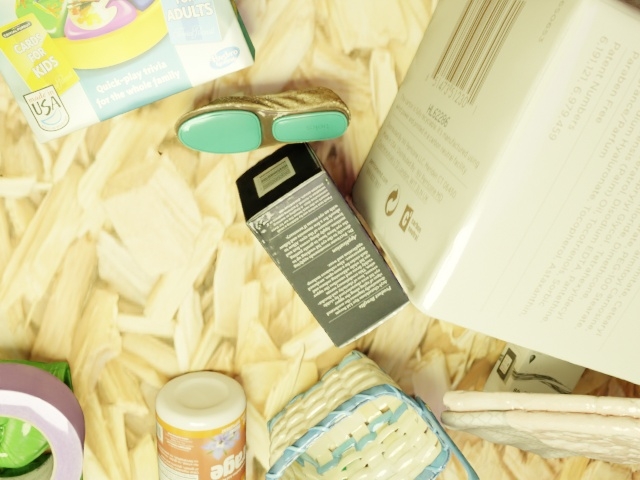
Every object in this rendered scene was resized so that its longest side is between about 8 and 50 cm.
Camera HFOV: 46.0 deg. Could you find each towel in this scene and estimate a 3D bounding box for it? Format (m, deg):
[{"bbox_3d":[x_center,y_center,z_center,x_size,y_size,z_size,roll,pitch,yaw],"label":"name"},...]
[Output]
[{"bbox_3d":[0.369,0.258,0.987,0.332,0.317,0.053,29,64,-45],"label":"towel"}]

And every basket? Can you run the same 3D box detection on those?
[{"bbox_3d":[0.059,0.300,0.982,0.254,0.289,0.201,-39,115,8],"label":"basket"}]

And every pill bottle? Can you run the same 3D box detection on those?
[{"bbox_3d":[-0.162,0.300,1.034,0.121,0.121,0.216,-2,114,-10],"label":"pill bottle"}]

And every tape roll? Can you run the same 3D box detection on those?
[{"bbox_3d":[-0.378,0.248,0.895,0.189,0.080,0.189,-4,106,-14],"label":"tape roll"}]

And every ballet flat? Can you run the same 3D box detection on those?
[{"bbox_3d":[-0.069,-0.146,0.891,0.206,0.067,0.073,-3,135,-10],"label":"ballet flat"}]

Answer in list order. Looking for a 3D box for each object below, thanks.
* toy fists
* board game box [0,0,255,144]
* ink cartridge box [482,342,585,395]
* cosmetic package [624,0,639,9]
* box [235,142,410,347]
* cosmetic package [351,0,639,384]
[{"bbox_3d":[-0.400,0.285,0.997,0.142,0.096,0.279,-2,115,-8],"label":"toy fists"},{"bbox_3d":[-0.245,-0.300,0.770,0.253,0.079,0.336,-20,115,4],"label":"board game box"},{"bbox_3d":[0.317,0.203,1.117,0.104,0.060,0.180,16,109,-17],"label":"ink cartridge box"},{"bbox_3d":[0.413,-0.340,0.811,0.138,0.225,0.224,-28,116,2],"label":"cosmetic package"},{"bbox_3d":[0.000,0.000,0.919,0.108,0.153,0.207,-34,116,4],"label":"box"},{"bbox_3d":[0.300,-0.071,0.848,0.393,0.329,0.327,19,108,-17],"label":"cosmetic package"}]
